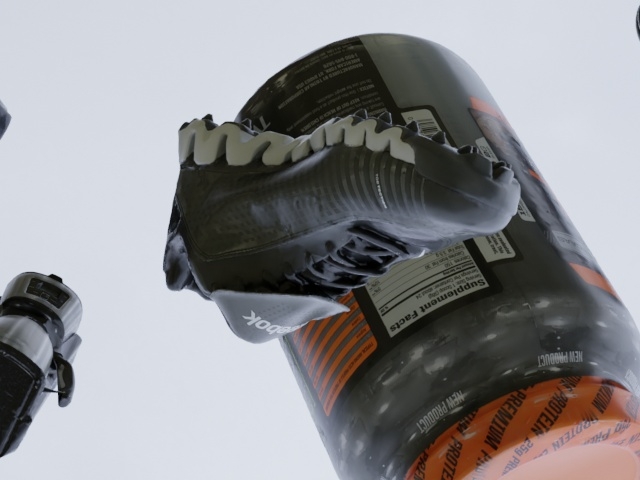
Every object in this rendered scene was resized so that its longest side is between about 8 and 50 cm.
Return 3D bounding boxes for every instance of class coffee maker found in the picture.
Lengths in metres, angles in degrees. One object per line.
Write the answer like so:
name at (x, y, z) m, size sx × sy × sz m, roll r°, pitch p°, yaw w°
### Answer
coffee maker at (-0.320, 0.131, 1.583) m, size 0.171 × 0.120 × 0.178 m, roll -37°, pitch -169°, yaw 18°

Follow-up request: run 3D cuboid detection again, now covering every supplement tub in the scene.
supplement tub at (0.074, 0.040, 1.036) m, size 0.207 × 0.207 × 0.338 m, roll -25°, pitch -129°, yaw -1°

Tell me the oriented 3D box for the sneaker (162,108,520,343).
sneaker at (0.000, 0.000, 0.733) m, size 0.234 × 0.078 × 0.106 m, roll 6°, pitch -103°, yaw 53°

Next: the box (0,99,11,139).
box at (-0.604, -0.126, 1.293) m, size 0.480 × 0.471 × 0.297 m, roll -6°, pitch -129°, yaw 30°

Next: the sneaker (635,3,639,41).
sneaker at (0.414, -0.207, 1.413) m, size 0.296 × 0.147 × 0.104 m, roll 1°, pitch -101°, yaw -12°
